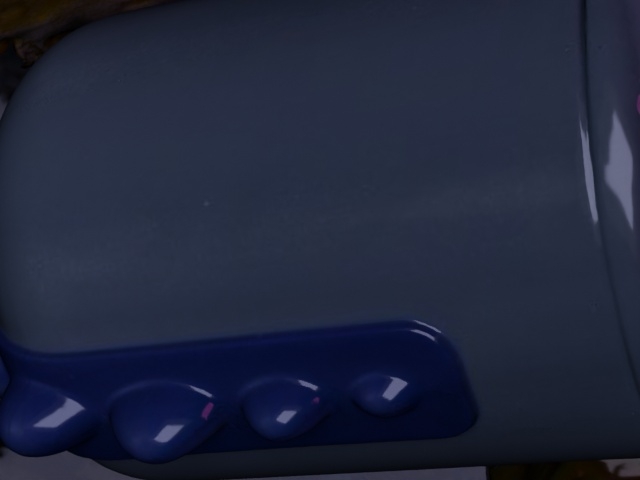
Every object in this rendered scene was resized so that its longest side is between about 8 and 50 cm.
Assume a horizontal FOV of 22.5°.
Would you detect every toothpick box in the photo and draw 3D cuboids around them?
[{"bbox_3d":[0.000,0.000,0.735,0.355,0.263,0.263,-7,85,21],"label":"toothpick box"}]

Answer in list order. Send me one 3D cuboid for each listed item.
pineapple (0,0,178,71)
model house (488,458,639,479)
[{"bbox_3d":[-0.131,-0.258,0.740,0.352,0.352,0.300,-34,84,-2],"label":"pineapple"},{"bbox_3d":[0.168,0.184,0.800,0.239,0.173,0.268,-20,53,12],"label":"model house"}]
